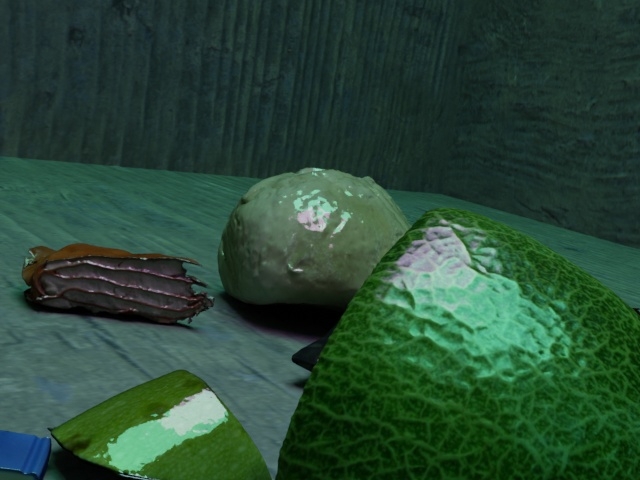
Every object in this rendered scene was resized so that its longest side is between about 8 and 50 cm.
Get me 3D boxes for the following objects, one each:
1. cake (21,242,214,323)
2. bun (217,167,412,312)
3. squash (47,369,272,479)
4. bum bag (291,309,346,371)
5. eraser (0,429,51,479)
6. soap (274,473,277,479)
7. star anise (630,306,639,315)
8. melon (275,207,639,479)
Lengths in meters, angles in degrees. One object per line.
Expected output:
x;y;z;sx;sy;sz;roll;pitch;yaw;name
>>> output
-0.293;0.063;1.527;0.287;0.098;0.135;6;7;10;cake
0.000;0.000;1.722;0.348;0.228;0.352;7;0;35;bun
-0.150;0.164;1.005;0.184;0.085;0.192;13;2;-39;squash
0.068;0.135;1.455;0.144;0.095;0.340;14;12;13;bum bag
-0.270;0.193;0.934;0.063;0.027;0.085;8;9;-7;eraser
-0.003;0.229;0.933;0.088;0.045;0.140;15;9;6;soap
0.538;0.159;1.702;0.190;0.126;0.220;8;11;11;star anise
0.179;0.168;0.918;0.343;0.226;0.331;20;49;20;melon
